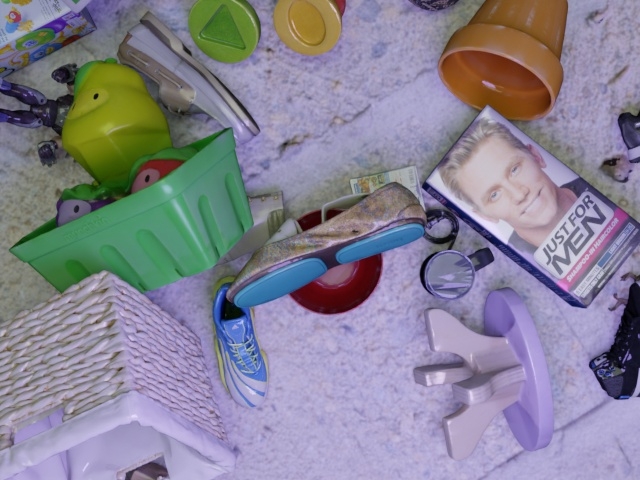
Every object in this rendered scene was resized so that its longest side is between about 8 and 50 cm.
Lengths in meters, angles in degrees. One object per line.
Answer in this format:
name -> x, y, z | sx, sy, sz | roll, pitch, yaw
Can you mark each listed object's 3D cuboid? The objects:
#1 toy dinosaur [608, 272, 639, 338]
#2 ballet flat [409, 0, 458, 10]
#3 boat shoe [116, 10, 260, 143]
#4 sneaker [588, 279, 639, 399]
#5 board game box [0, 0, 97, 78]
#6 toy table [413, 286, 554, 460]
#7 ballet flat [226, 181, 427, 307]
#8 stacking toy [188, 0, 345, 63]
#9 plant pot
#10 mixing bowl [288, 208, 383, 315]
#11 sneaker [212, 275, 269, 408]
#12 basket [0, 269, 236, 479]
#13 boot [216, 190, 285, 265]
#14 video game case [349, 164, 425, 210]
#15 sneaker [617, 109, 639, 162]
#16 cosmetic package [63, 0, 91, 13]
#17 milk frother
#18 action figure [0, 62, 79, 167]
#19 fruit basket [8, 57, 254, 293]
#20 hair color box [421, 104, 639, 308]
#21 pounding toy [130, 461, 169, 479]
toy dinosaur -> 0.570, 0.097, 1.555 | 0.183, 0.053, 0.092 | -40, 102, 9
ballet flat -> 0.331, -0.585, 1.509 | 0.483, 0.182, 0.164 | -42, 86, 1
boat shoe -> -0.233, -0.266, 1.569 | 0.103, 0.113, 0.302 | -45, 77, 2
sneaker -> 0.513, 0.180, 1.507 | 0.121, 0.079, 0.217 | -12, 109, 1
board game box -> -0.563, -0.386, 1.564 | 0.275, 0.142, 0.144 | -26, 88, 2
toy table -> 0.270, 0.228, 1.474 | 0.161, 0.252, 0.274 | -11, 81, -13
ballet flat -> 0.000, 0.000, 1.456 | 0.348, 0.123, 0.123 | -23, 88, 2
stacking toy -> -0.113, -0.464, 1.536 | 0.279, 0.130, 0.309 | -10, 124, 28
plant pot -> 0.329, -0.337, 1.508 | 0.205, 0.205, 0.188 | 25, 74, 3
mixing bowl -> 0.019, 0.037, 1.549 | 0.181, 0.098, 0.181 | 0, 89, 4
sneaker -> -0.149, 0.180, 1.539 | 0.091, 0.126, 0.240 | -14, 88, 2
basket -> -0.363, 0.267, 1.397 | 0.328, 0.331, 0.266 | -26, 58, 10
boot -> -0.148, -0.072, 1.572 | 0.165, 0.077, 0.213 | -14, 90, 1
video game case -> 0.120, -0.081, 1.591 | 0.122, 0.011, 0.087 | -12, 89, 2
sneaker -> 0.620, -0.232, 1.539 | 0.234, 0.078, 0.106 | -29, 90, 4
cosmetic package -> -0.320, -0.554, 1.398 | 0.365, 0.155, 0.197 | -28, 119, 35
milk frother -> 0.210, 0.022, 1.523 | 0.129, 0.135, 0.143 | -44, 87, 0
action figure -> -0.490, -0.223, 1.531 | 0.285, 0.099, 0.185 | 8, 92, -38
fruit basket -> -0.327, -0.110, 1.451 | 0.392, 0.283, 0.392 | 10, 119, 18
hair color box -> 0.363, -0.055, 1.533 | 0.347, 0.105, 0.174 | 38, 90, 4
pounding toy -> -0.235, 0.465, 1.552 | 0.206, 0.094, 0.181 | 24, 90, 3
